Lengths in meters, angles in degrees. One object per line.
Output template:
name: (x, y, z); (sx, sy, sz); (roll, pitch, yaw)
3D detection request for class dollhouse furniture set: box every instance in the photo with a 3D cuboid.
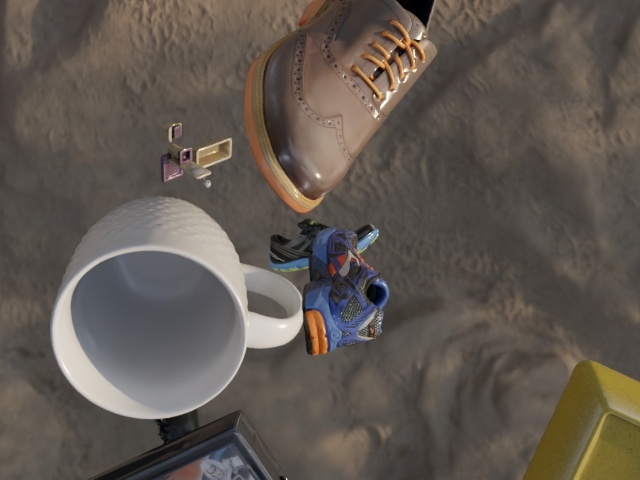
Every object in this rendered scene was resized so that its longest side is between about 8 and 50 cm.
dollhouse furniture set: (-0.150, -0.122, 1.312); (0.114, 0.081, 0.091); (-27, 135, -39)

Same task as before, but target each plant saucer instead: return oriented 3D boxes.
plant saucer: (0.494, 0.403, 1.483); (0.332, 0.081, 0.333); (24, 93, 5)

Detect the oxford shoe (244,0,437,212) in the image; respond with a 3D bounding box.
oxford shoe: (0.030, -0.169, 0.919); (0.132, 0.364, 0.130); (-23, 121, 33)

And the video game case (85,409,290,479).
video game case: (-0.119, 0.299, 0.816); (0.274, 0.035, 0.248); (-27, 106, 16)

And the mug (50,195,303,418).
mug: (-0.207, 0.082, 1.490); (0.374, 0.328, 0.276); (11, 110, -10)

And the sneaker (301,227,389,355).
sneaker: (0.031, 0.054, 1.032); (0.087, 0.221, 0.083); (-1, 119, 5)

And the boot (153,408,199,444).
boot: (-0.190, 0.297, 1.462); (0.121, 0.099, 0.045); (-10, 158, -17)

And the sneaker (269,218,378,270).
sneaker: (0.000, 0.000, 1.510); (0.188, 0.067, 0.078); (-12, 88, 23)
